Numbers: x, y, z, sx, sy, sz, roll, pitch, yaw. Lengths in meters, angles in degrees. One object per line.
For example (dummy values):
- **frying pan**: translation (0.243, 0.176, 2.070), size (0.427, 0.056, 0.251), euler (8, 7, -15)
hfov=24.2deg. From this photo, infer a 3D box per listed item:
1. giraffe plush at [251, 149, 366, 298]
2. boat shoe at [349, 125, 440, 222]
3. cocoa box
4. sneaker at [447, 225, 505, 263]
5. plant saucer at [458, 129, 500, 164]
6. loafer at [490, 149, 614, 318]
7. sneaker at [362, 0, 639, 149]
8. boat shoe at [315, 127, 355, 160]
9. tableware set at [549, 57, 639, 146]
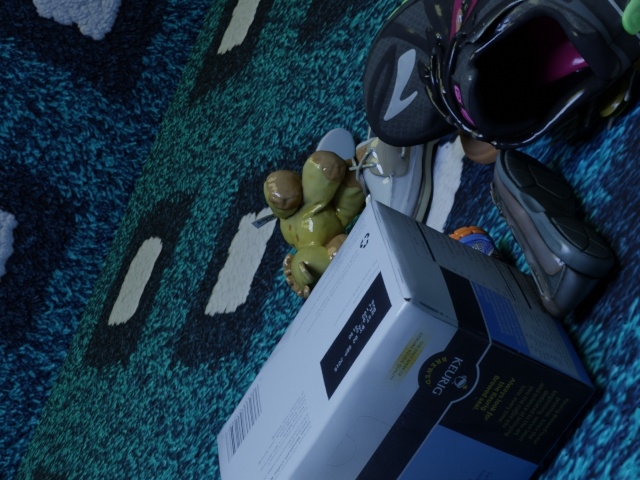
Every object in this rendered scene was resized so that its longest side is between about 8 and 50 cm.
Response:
- **giraffe plush**: translation (0.000, 0.000, 2.110), size (0.210, 0.181, 0.170), euler (-37, 53, 33)
- **boat shoe**: translation (0.092, -0.101, 2.045), size (0.113, 0.103, 0.302), euler (-37, 33, 53)
- **cocoa box**: translation (0.077, 0.183, 1.548), size (0.347, 0.228, 0.231), euler (-58, 20, 20)
- **sneaker**: translation (0.143, 0.091, 1.724), size (0.221, 0.083, 0.087), euler (-65, 27, 10)
- **plant saucer**: translation (0.233, -0.193, 1.898), size (0.200, 0.037, 0.200), euler (-52, 23, 33)
- **loafer**: translation (0.231, -0.014, 1.609), size (0.084, 0.096, 0.267), euler (-63, 21, 21)
- **sneaker**: translation (0.183, -0.202, 1.689), size (0.483, 0.185, 0.202), euler (-23, 25, 55)
- **boat shoe**: translation (0.003, -0.086, 2.332), size (0.063, 0.066, 0.184), euler (-12, 65, 65)
- **tableware set**: translation (0.317, -0.164, 1.675), size (0.154, 0.024, 0.104), euler (-35, 31, 56)
